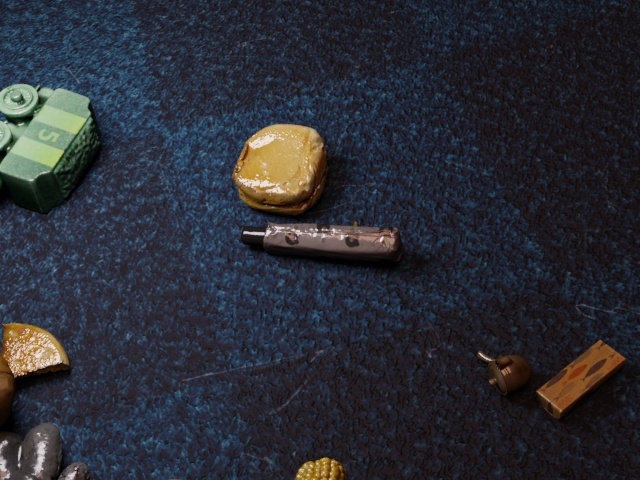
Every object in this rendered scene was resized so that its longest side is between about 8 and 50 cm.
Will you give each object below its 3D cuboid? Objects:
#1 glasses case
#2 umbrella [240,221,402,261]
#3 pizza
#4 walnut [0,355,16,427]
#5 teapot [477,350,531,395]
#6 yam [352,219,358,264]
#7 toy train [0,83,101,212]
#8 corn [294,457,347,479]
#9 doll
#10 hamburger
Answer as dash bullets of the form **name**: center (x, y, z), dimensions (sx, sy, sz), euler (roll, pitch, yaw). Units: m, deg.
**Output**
- **glasses case**: center (0.482, 0.258, 1.712), dimensions (0.170, 0.041, 0.064), euler (-35, 49, -17)
- **umbrella**: center (0.000, 0.000, 1.899), dimensions (0.337, 0.073, 0.067), euler (3, 50, 15)
- **pizza**: center (-0.576, 0.230, 1.822), dimensions (0.178, 0.041, 0.131), euler (16, 56, 15)
- **walnut**: center (-0.642, 0.280, 1.699), dimensions (0.167, 0.207, 0.167), euler (8, 64, -16)
- **teapot**: center (0.337, 0.230, 1.724), dimensions (0.080, 0.085, 0.110), euler (-23, 37, -12)
- **yam**: center (0.073, 0.005, 1.934), dimensions (0.014, 0.014, 0.107), euler (-1, 57, 4)
- **toy train**: center (-0.634, -0.216, 2.061), dimensions (0.238, 0.167, 0.299), euler (18, 60, 10)
- **corn**: center (-0.019, 0.500, 1.556), dimensions (0.101, 0.101, 0.310), euler (9, 57, 11)
- **doll**: center (-0.521, 0.457, 1.592), dimensions (0.245, 0.158, 0.340), euler (-9, 55, -4)
- **hamburger**: center (-0.081, -0.155, 1.999), dimensions (0.213, 0.108, 0.214), euler (-3, 54, 4)
